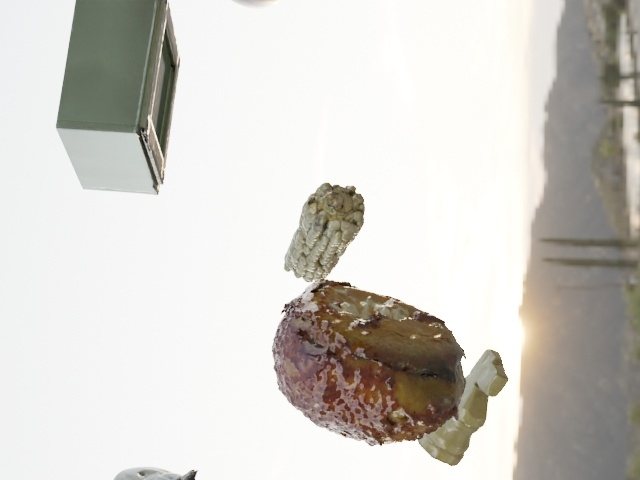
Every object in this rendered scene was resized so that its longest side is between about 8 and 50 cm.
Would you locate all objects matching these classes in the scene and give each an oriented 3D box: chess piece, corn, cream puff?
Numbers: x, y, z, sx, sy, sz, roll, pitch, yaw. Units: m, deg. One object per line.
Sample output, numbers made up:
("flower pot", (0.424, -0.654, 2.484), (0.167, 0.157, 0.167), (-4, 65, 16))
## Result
("chess piece", (0.253, 0.282, 2.160), (0.200, 0.090, 0.090), (-59, -8, 17))
("corn", (0.000, 0.000, 1.726), (0.211, 0.087, 0.087), (116, 169, -55))
("cream puff", (0.056, 0.148, 1.471), (0.240, 0.240, 0.163), (-16, -58, -73))

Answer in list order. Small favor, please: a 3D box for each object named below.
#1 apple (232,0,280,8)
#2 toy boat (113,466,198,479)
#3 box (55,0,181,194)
("apple", (-0.066, -0.371, 1.477), (0.174, 0.188, 0.188), (57, -154, -12))
("toy boat", (-0.206, 0.439, 1.942), (0.269, 0.141, 0.141), (51, -169, 11))
("box", (-0.266, -0.205, 1.710), (0.225, 0.118, 0.224), (94, -179, -72))
